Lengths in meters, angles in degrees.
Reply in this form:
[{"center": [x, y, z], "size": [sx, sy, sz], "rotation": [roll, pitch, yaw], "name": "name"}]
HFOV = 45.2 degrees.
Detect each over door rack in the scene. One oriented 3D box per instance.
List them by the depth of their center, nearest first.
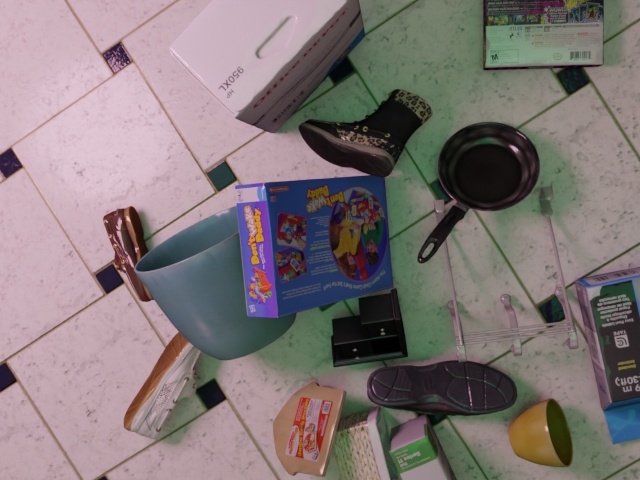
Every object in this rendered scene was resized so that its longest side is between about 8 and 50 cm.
[{"center": [0.369, 0.069, 1.539], "size": [0.239, 0.108, 0.324], "rotation": [-8, 79, 6], "name": "over door rack"}]

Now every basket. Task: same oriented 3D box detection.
[{"center": [0.090, 0.442, 1.581], "size": [0.103, 0.113, 0.167], "rotation": [-13, 92, 10], "name": "basket"}]

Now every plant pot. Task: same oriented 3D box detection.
[{"center": [-0.178, 0.089, 1.502], "size": [0.293, 0.293, 0.235], "rotation": [-23, 105, 7], "name": "plant pot"}, {"center": [0.436, 0.393, 1.545], "size": [0.095, 0.134, 0.134], "rotation": [-19, 92, 30], "name": "plant pot"}]

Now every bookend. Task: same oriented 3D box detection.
[{"center": [0.088, 0.177, 1.534], "size": [0.156, 0.157, 0.072], "rotation": [-9, 53, 6], "name": "bookend"}]

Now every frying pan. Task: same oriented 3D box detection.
[{"center": [0.316, -0.084, 1.496], "size": [0.197, 0.053, 0.326], "rotation": [10, 71, 14], "name": "frying pan"}]

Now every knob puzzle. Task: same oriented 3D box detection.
[{"center": [-0.028, 0.387, 1.576], "size": [0.030, 0.213, 0.213], "rotation": [28, 98, -35], "name": "knob puzzle"}]

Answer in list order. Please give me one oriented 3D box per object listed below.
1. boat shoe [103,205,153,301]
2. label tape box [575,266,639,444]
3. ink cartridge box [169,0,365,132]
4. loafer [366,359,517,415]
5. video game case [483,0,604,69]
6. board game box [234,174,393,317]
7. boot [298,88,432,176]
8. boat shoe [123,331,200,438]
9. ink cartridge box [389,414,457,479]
[{"center": [-0.400, 0.034, 1.619], "size": [0.073, 0.073, 0.207], "rotation": [-18, 85, 8], "name": "boat shoe"}, {"center": [0.669, 0.224, 1.508], "size": [0.249, 0.115, 0.348], "rotation": [-13, 91, 6], "name": "label tape box"}, {"center": [-0.076, -0.360, 1.394], "size": [0.166, 0.395, 0.285], "rotation": [44, 96, 1], "name": "ink cartridge box"}, {"center": [0.244, 0.308, 1.579], "size": [0.302, 0.095, 0.109], "rotation": [2, 64, 1], "name": "loafer"}, {"center": [0.438, -0.446, 1.516], "size": [0.232, 0.042, 0.210], "rotation": [-1, 94, 5], "name": "video game case"}, {"center": [0.000, 0.000, 1.447], "size": [0.078, 0.347, 0.233], "rotation": [-2, 94, 41], "name": "board game box"}, {"center": [0.091, -0.231, 1.545], "size": [0.236, 0.085, 0.179], "rotation": [25, 64, 34], "name": "boot"}, {"center": [-0.304, 0.294, 1.623], "size": [0.096, 0.098, 0.277], "rotation": [33, 93, -21], "name": "boat shoe"}, {"center": [0.220, 0.478, 1.549], "size": [0.086, 0.153, 0.208], "rotation": [-25, 90, 7], "name": "ink cartridge box"}]
